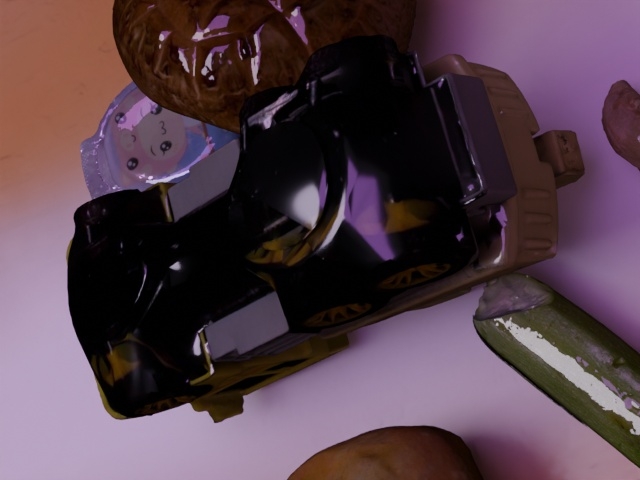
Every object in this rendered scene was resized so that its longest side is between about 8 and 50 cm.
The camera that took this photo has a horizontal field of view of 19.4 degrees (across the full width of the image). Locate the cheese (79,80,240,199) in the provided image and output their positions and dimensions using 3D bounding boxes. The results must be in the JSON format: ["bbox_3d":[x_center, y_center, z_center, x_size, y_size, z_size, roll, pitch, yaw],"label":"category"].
[{"bbox_3d":[-0.094,-0.099,1.583,0.245,0.052,0.135,-21,72,15],"label":"cheese"}]

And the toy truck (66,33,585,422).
[{"bbox_3d":[0.000,0.000,1.420,0.405,0.254,0.180,-28,69,39],"label":"toy truck"}]

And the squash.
[{"bbox_3d":[0.205,0.101,1.391,0.239,0.069,0.069,39,103,29],"label":"squash"}]

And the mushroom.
[{"bbox_3d":[-0.044,-0.189,1.497,0.253,0.153,0.253,-6,59,10],"label":"mushroom"}]

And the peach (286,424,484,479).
[{"bbox_3d":[0.051,0.248,1.400,0.214,0.214,0.235,16,75,29],"label":"peach"}]

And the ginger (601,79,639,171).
[{"bbox_3d":[0.294,-0.007,1.358,0.288,0.075,0.089,49,114,19],"label":"ginger"}]
